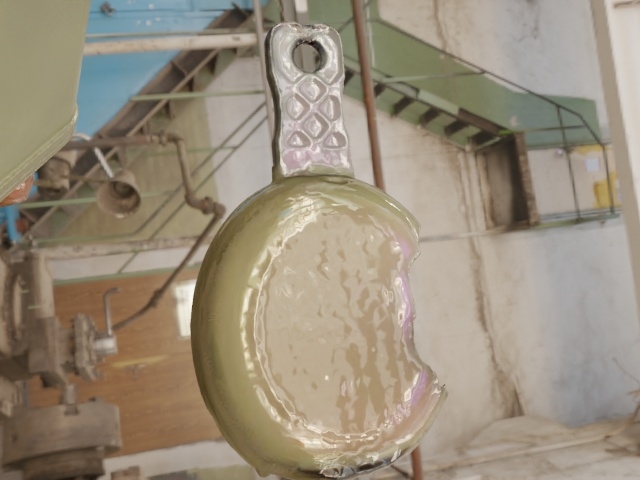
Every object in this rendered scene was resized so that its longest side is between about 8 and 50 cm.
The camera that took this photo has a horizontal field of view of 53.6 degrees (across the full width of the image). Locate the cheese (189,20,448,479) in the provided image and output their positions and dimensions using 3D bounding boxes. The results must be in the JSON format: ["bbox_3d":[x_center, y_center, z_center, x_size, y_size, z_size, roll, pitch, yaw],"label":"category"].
[{"bbox_3d":[0.000,0.000,0.406,0.082,0.163,0.286,167,-77,-70],"label":"cheese"}]

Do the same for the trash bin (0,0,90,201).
[{"bbox_3d":[-0.282,-0.160,0.516,0.247,0.121,0.243,-58,-175,43],"label":"trash bin"}]

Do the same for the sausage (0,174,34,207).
[{"bbox_3d":[-0.385,-0.073,0.733,0.194,0.077,0.077,1,-82,50],"label":"sausage"}]
